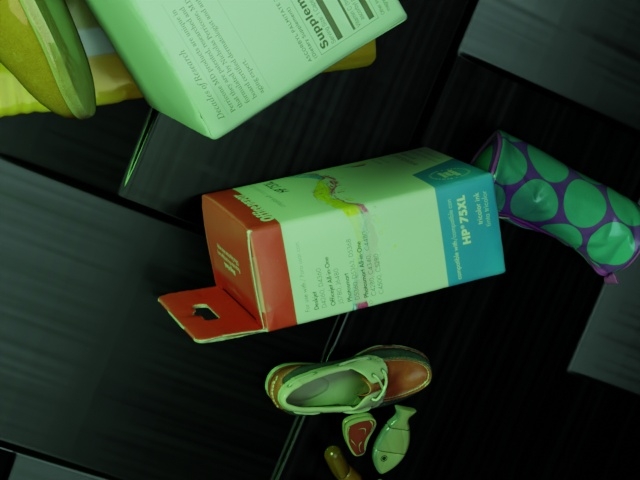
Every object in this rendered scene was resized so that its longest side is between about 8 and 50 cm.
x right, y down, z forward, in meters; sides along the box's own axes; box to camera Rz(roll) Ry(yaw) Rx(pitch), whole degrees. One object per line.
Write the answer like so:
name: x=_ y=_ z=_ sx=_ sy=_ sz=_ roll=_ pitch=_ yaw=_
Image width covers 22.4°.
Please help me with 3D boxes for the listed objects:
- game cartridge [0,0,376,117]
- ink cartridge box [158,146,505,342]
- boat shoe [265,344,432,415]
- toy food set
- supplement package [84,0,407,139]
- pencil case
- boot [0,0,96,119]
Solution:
game cartridge: x=-0.129 y=-0.241 z=1.126 sx=0.323 sy=0.052 sz=0.285 roll=-11 pitch=104 yaw=-17
ink cartridge box: x=0.000 y=0.000 z=1.172 sx=0.231 sy=0.134 sz=0.078 roll=-13 pitch=105 yaw=-16
boat shoe: x=0.027 y=0.111 z=1.252 sx=0.137 sy=0.043 sz=0.049 roll=-4 pitch=100 yaw=-19
toy food set: x=0.029 y=0.185 z=1.263 sx=0.078 sy=0.019 sz=0.122 roll=4 pitch=115 yaw=-19
supplement package: x=-0.097 y=-0.219 z=1.009 sx=0.145 sy=0.204 sz=0.262 roll=-33 pitch=108 yaw=-9
pencil case: x=0.182 y=-0.026 z=1.263 sx=0.151 sy=0.064 sz=0.070 roll=24 pitch=77 yaw=-20
boot: x=-0.294 y=-0.165 z=1.030 sx=0.211 sy=0.104 sz=0.295 roll=-29 pitch=96 yaw=4
